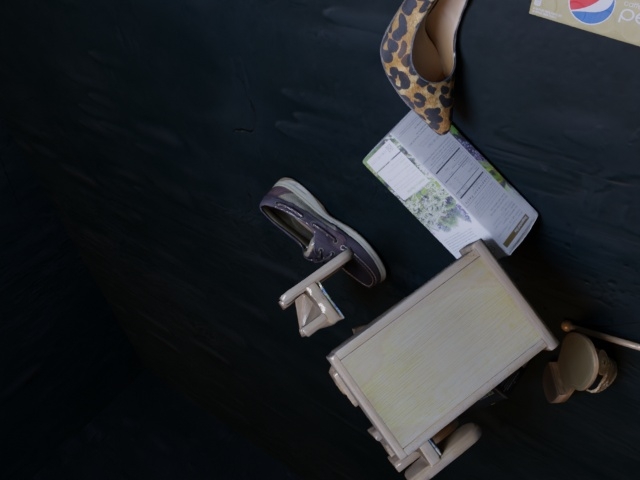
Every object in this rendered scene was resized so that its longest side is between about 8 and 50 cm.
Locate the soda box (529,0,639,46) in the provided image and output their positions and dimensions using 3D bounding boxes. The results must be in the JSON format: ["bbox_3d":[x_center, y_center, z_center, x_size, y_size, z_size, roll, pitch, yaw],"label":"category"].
[{"bbox_3d":[0.305,-0.235,0.599,0.181,0.058,0.061,29,145,25],"label":"soda box"}]

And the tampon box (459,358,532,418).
[{"bbox_3d":[0.282,0.228,1.108,0.101,0.120,0.161,42,149,6],"label":"tampon box"}]

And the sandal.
[{"bbox_3d":[0.425,0.202,0.976,0.079,0.088,0.240,-5,152,0],"label":"sandal"}]

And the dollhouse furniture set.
[{"bbox_3d":[0.142,0.163,0.970,0.362,0.256,0.394,55,172,5],"label":"dollhouse furniture set"}]

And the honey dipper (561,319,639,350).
[{"bbox_3d":[0.438,0.149,0.922,0.160,0.030,0.030,14,137,42],"label":"honey dipper"}]

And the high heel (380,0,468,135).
[{"bbox_3d":[0.157,-0.247,0.717,0.186,0.093,0.261,8,125,52],"label":"high heel"}]

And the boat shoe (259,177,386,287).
[{"bbox_3d":[0.000,0.000,1.195,0.285,0.092,0.103,43,149,2],"label":"boat shoe"}]

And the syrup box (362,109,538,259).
[{"bbox_3d":[0.186,-0.076,0.886,0.237,0.096,0.093,44,152,-3],"label":"syrup box"}]
